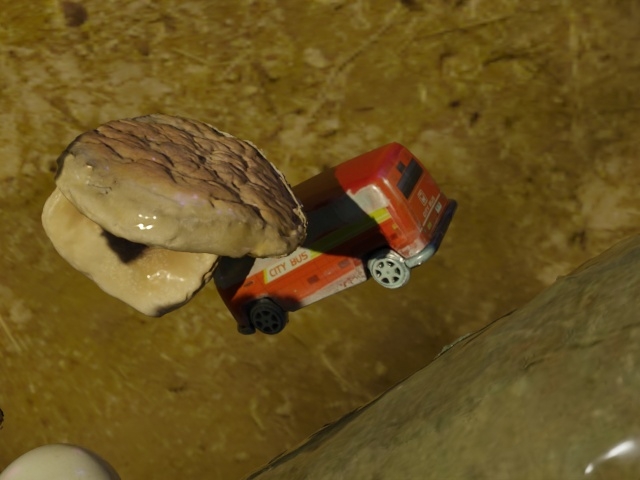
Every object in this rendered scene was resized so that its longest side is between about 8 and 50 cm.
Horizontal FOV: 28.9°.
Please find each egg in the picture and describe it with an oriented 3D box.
[{"bbox_3d":[-0.278,0.307,1.277,0.151,0.151,0.209,15,109,-27],"label":"egg"}]

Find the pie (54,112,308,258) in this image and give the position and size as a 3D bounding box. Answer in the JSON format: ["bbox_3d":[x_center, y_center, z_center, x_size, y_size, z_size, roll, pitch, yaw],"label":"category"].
[{"bbox_3d":[-0.094,-0.041,0.949,0.185,0.218,0.052,24,109,13],"label":"pie"}]

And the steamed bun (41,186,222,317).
[{"bbox_3d":[-0.170,-0.036,1.200,0.172,0.155,0.141,38,107,-18],"label":"steamed bun"}]

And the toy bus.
[{"bbox_3d":[0.000,0.000,1.271,0.120,0.265,0.121,55,33,-17],"label":"toy bus"}]

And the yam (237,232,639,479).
[{"bbox_3d":[0.080,0.123,0.406,0.300,0.195,0.195,-32,115,18],"label":"yam"}]

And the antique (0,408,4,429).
[{"bbox_3d":[-0.553,0.243,1.581,0.093,0.087,0.310,-44,160,26],"label":"antique"}]
